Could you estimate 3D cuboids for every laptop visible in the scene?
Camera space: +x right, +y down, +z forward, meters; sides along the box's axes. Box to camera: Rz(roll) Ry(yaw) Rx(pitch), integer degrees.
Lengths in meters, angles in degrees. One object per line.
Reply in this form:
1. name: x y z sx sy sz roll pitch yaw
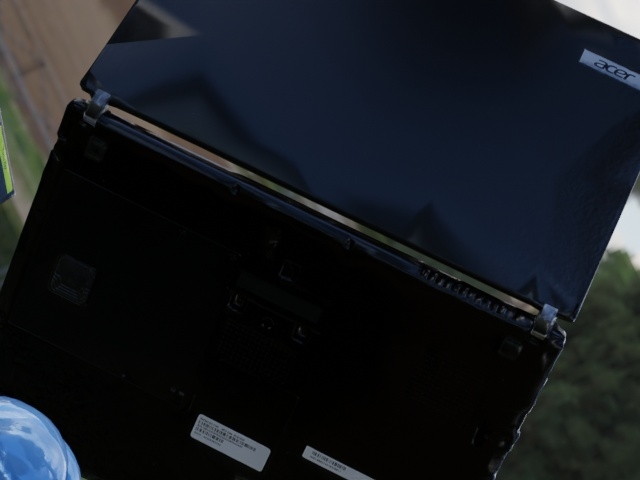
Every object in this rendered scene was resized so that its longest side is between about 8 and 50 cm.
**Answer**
1. laptop: 0.000 0.000 0.793 0.234 0.264 0.136 26 22 6

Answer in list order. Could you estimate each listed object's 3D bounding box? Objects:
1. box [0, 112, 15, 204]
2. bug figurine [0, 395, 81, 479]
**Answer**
1. box: -0.284 -0.068 1.103 0.045 0.184 0.190 19 -48 29
2. bug figurine: -0.165 0.013 0.413 0.216 0.279 0.072 93 20 -64
